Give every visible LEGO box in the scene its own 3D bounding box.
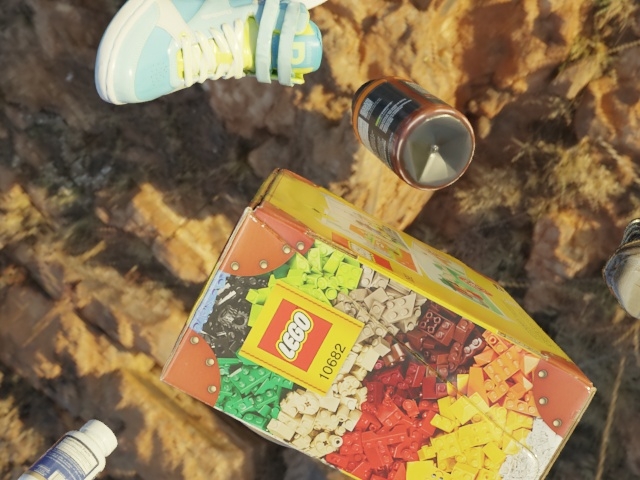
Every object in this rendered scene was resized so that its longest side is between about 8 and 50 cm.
[{"bbox_3d":[0.054,0.095,1.097,0.372,0.500,0.193,28,98,-3],"label":"LEGO box"}]

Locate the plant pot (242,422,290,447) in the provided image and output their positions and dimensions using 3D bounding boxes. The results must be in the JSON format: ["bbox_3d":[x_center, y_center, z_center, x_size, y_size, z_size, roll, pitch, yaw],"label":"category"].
[{"bbox_3d":[-0.054,0.256,1.886,0.263,0.229,0.263,24,144,19],"label":"plant pot"}]

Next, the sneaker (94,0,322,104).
[{"bbox_3d":[-0.119,-0.241,1.154,0.208,0.319,0.127,20,130,17],"label":"sneaker"}]

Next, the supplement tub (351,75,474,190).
[{"bbox_3d":[0.104,-0.142,1.146,0.106,0.106,0.198,68,172,-31],"label":"supplement tub"}]

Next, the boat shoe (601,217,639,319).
[{"bbox_3d":[0.522,0.039,1.459,0.130,0.355,0.132,44,114,34],"label":"boat shoe"}]

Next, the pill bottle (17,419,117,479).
[{"bbox_3d":[-0.314,0.282,1.159,0.067,0.120,0.067,21,133,24],"label":"pill bottle"}]

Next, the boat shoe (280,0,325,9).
[{"bbox_3d":[0.026,-0.465,1.399,0.098,0.277,0.096,35,168,35],"label":"boat shoe"}]
